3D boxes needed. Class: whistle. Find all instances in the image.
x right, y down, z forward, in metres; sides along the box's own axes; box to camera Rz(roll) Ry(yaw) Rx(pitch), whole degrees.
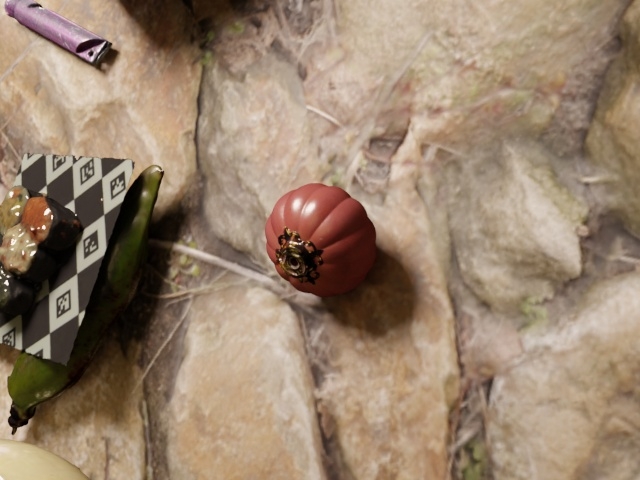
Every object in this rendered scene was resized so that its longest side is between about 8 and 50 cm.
[{"bbox_3d":[-0.310,-0.249,1.163,0.176,0.033,0.033,31,94,29],"label":"whistle"}]

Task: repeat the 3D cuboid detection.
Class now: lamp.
[{"bbox_3d":[0.000,0.000,0.906,0.107,0.092,0.107,18,126,26],"label":"lamp"}]

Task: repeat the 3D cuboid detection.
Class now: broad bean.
[{"bbox_3d":[-0.244,0.072,1.039,0.077,0.061,0.339,39,98,41],"label":"broad bean"}]

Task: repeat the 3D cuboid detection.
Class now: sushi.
[{"bbox_3d":[-0.313,0.002,1.055,0.231,0.047,0.220,7,76,44],"label":"sushi"}]

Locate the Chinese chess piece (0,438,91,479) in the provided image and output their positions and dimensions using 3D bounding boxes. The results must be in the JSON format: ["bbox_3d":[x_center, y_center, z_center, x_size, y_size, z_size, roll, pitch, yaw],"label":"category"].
[{"bbox_3d":[-0.337,0.365,0.979,0.338,0.140,0.338,-6,77,27],"label":"Chinese chess piece"}]
